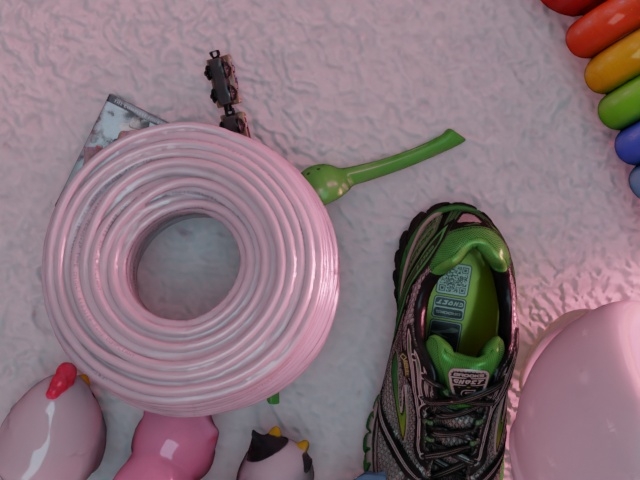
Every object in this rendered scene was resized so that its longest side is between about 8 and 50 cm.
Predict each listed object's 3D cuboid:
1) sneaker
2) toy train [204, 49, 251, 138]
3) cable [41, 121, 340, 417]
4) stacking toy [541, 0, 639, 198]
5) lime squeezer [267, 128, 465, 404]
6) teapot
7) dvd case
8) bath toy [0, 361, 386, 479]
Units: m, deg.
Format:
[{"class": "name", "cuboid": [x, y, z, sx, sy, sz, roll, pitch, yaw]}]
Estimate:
[{"class": "sneaker", "cuboid": [0.108, 0.139, 1.132, 0.134, 0.146, 0.343, 1, 95, -1]}, {"class": "toy train", "cuboid": [-0.077, -0.099, 1.165, 0.027, 0.036, 0.158, -11, 97, 18]}, {"class": "cable", "cuboid": [-0.112, 0.023, 1.091, 0.257, 0.089, 0.257, 6, 77, 7]}, {"class": "stacking toy", "cuboid": [0.298, -0.144, 1.127, 0.141, 0.141, 0.330, -29, 88, 2]}, {"class": "lime squeezer", "cuboid": [0.000, 0.000, 1.175, 0.110, 0.059, 0.310, 33, 92, -33]}, {"class": "teapot", "cuboid": [0.246, 0.183, 1.054, 0.187, 0.256, 0.252, -38, 78, 30]}, {"class": "dvd case", "cuboid": [-0.185, -0.066, 1.178, 0.087, 0.013, 0.119, 27, 92, -3]}, {"class": "bath toy", "cuboid": [-0.123, 0.206, 1.142, 0.348, 0.151, 0.129, 20, 115, 5]}]
